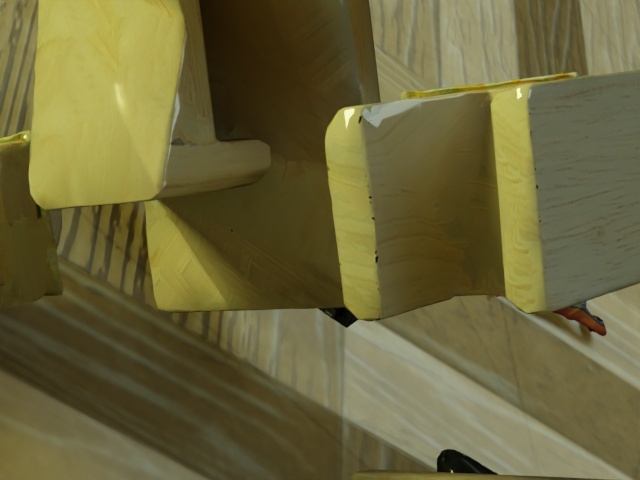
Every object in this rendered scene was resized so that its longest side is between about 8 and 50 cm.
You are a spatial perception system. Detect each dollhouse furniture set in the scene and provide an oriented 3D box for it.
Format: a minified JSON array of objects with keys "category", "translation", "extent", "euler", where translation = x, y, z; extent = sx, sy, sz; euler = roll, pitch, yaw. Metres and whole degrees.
[{"category":"dollhouse furniture set","translation":[0.000,0.000,0.703],"extent":[0.256,0.362,0.394],"euler":[-12,97,-52]}]

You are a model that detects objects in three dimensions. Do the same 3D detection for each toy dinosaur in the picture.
[{"category":"toy dinosaur","translation":[0.155,0.041,1.130],"extent":[0.090,0.047,0.082],"euler":[-40,102,-23]}]

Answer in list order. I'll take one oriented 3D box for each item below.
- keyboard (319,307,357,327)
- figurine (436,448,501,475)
[{"category":"keyboard","translation":[-0.053,-0.019,0.855],"extent":[0.180,0.108,0.023],"euler":[34,54,17]},{"category":"figurine","translation":[0.154,0.223,0.908],"extent":[0.215,0.092,0.209],"euler":[24,39,-36]}]
